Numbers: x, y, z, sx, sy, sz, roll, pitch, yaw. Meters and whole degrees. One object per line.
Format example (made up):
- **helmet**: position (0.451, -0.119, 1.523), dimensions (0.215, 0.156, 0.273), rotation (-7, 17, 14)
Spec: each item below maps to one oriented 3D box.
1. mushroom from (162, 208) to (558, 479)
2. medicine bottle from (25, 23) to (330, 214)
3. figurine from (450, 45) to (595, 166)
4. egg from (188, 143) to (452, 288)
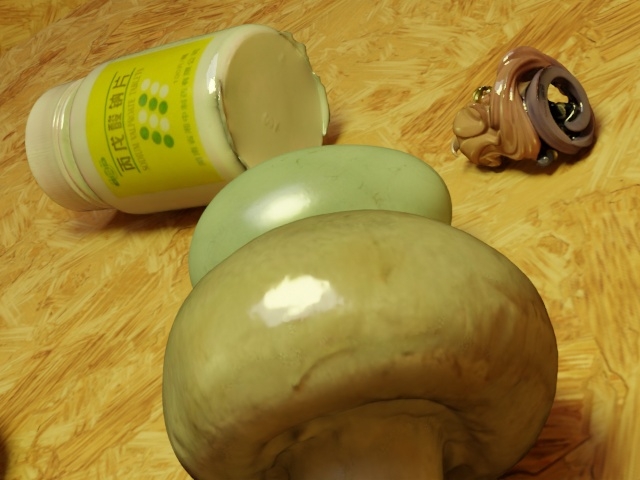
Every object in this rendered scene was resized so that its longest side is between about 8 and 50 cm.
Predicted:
- **mushroom**: position (0.036, 0.133, 0.834), dimensions (0.297, 0.297, 0.290), rotation (-23, 56, 16)
- **medicine bottle**: position (-0.193, -0.145, 1.542), dimensions (0.379, 0.213, 0.213), rotation (-7, 37, 40)
- **figurine**: position (0.198, -0.131, 1.241), dimensions (0.157, 0.126, 0.114), rotation (-11, -9, 32)
- **egg**: position (0.000, 0.000, 1.149), dimensions (0.264, 0.183, 0.183), rotation (-22, 29, 4)
